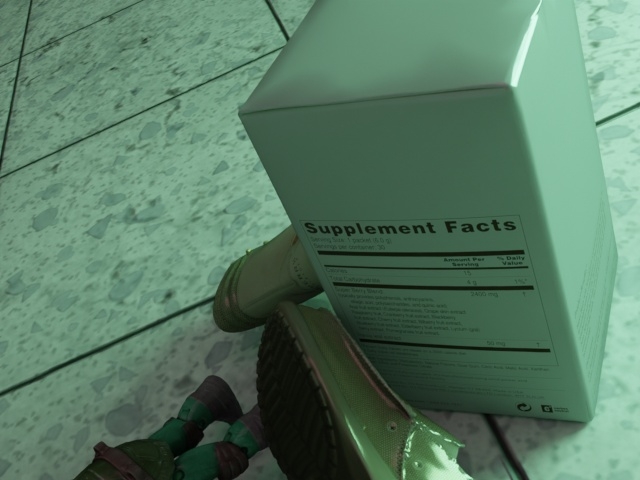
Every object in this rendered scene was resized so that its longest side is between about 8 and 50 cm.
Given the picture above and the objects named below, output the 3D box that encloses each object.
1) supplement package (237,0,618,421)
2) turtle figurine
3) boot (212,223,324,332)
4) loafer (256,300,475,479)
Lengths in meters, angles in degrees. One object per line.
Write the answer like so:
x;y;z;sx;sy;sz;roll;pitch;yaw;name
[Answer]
0.100;-0.032;0.580;0.175;0.293;0.178;0;43;29;supplement package
-0.130;0.198;0.591;0.175;0.118;0.234;27;51;34;turtle figurine
0.000;0.000;0.756;0.165;0.077;0.213;-32;8;38;boot
0.040;0.149;0.546;0.092;0.102;0.269;-6;48;-34;loafer
